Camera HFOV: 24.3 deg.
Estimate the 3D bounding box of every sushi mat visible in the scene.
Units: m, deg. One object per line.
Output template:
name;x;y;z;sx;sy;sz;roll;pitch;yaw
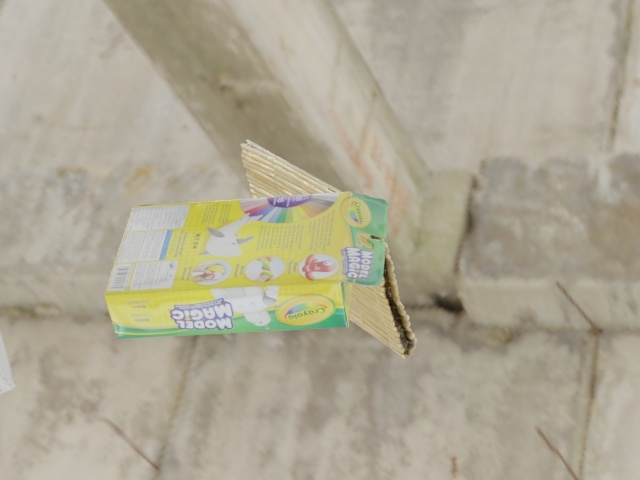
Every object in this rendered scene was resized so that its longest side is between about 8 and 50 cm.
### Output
sushi mat;0.000;0.000;1.461;0.019;0.151;0.316;-23;-157;-17

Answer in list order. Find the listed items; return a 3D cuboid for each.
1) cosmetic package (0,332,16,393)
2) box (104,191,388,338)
cosmetic package;-0.583;0.141;1.795;0.365;0.155;0.197;-21;-117;0
box;-0.044;0.014;0.987;0.179;0.043;0.105;-5;-144;10
